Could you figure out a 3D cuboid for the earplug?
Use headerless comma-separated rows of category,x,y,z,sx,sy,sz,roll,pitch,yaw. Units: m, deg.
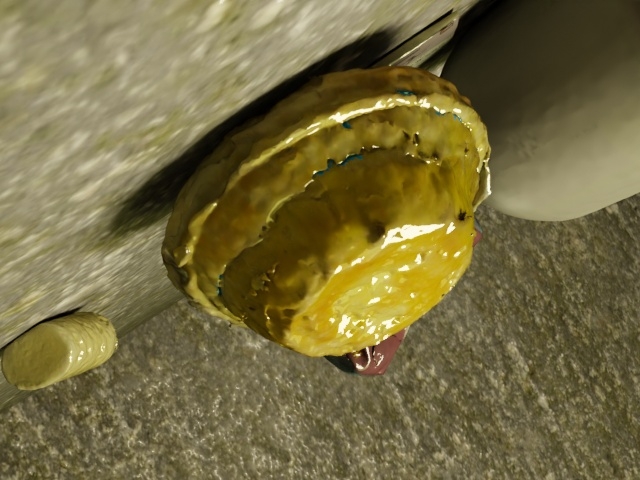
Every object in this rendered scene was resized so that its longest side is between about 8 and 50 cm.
earplug,0.334,-0.190,1.074,0.312,0.313,0.394,-33,179,-42

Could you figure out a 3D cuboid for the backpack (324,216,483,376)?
backpack,0.029,-0.003,1.177,0.283,0.317,0.197,-53,152,3

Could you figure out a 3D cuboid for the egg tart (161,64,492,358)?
egg tart,0.027,0.000,0.885,0.387,0.169,0.388,-19,146,-14

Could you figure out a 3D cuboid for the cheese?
cheese,-0.400,0.167,1.300,0.123,0.094,0.167,-24,177,13

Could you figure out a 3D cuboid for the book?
book,0.106,-0.218,1.013,0.127,0.014,0.181,-33,180,5
